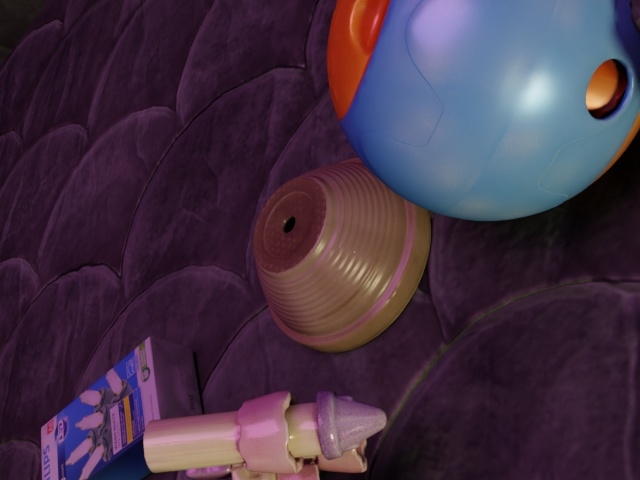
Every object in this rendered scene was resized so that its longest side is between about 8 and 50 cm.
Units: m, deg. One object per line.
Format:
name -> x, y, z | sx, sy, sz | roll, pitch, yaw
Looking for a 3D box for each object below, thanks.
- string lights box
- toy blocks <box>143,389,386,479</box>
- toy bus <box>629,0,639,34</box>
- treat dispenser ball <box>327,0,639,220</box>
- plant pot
string lights box -> -0.274, 0.258, 1.090 | 0.260, 0.077, 0.133 | -39, 47, 25
toy blocks -> 0.021, 0.281, 0.710 | 0.260, 0.309, 0.288 | -9, 72, 7
toy bus -> 0.353, -0.193, 0.576 | 0.212, 0.149, 0.220 | -12, 51, 42
treat dispenser ball -> 0.150, -0.161, 0.720 | 0.288, 0.288, 0.288 | -23, 54, 36
plant pot -> 0.000, 0.000, 0.924 | 0.237, 0.110, 0.237 | -24, 52, 36
